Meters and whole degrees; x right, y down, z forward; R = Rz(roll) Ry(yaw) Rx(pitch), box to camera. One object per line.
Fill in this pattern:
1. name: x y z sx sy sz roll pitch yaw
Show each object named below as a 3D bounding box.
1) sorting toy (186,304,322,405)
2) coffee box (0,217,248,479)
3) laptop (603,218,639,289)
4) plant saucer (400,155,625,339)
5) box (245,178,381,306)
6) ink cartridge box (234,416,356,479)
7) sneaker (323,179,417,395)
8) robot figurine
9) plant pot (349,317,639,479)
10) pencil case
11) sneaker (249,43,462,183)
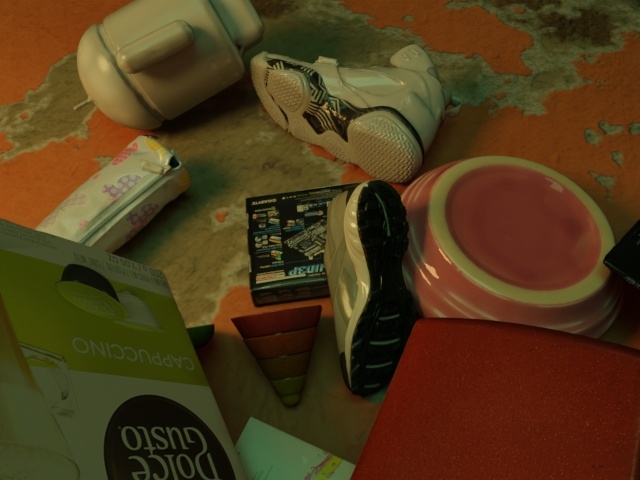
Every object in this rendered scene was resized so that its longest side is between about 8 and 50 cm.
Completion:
1. sorting toy: -0.168 0.172 0.709 0.366 0.127 0.126 -11 83 1
2. coffee box: -0.308 0.211 0.452 0.338 0.338 0.334 -42 56 15
3. laptop: 0.523 0.027 0.655 0.264 0.136 0.234 41 39 23
4. plant saucer: 0.261 -0.001 0.755 0.332 0.084 0.332 3 53 -4
5. box: 0.000 0.000 0.827 0.220 0.051 0.175 -8 54 -1
6. ink cartridge box: -0.017 0.292 0.570 0.176 0.128 0.127 19 58 17
7. sneaker: 0.055 0.062 0.713 0.100 0.108 0.271 1 87 -34
8. robot figurine: -0.275 -0.331 0.979 0.353 0.199 0.300 -30 11 1
9. plant pot: 0.206 0.227 0.460 0.267 0.236 0.267 39 59 -15
10. pencil case: -0.327 -0.042 0.848 0.124 0.113 0.273 16 55 43
11. sneaker: 0.062 -0.257 0.962 0.366 0.137 0.210 34 62 21
